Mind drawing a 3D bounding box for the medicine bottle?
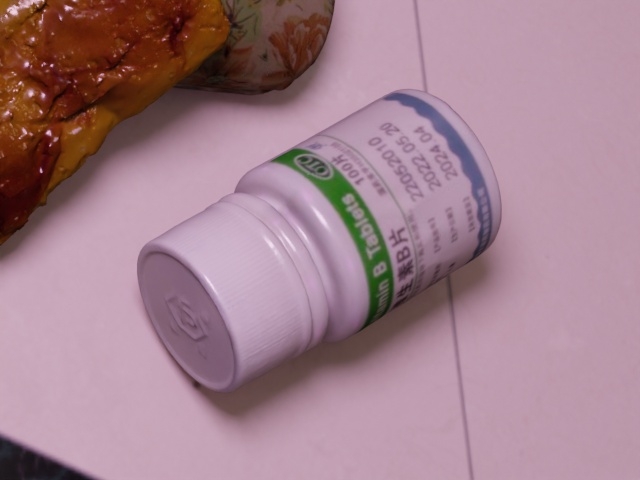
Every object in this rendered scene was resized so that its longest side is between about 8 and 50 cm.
[{"bbox_3d":[0.000,0.000,1.340,0.237,0.139,0.139,-30,87,-30],"label":"medicine bottle"}]

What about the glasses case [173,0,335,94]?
[{"bbox_3d":[-0.191,-0.195,1.337,0.425,0.098,0.156,5,83,-22],"label":"glasses case"}]

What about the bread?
[{"bbox_3d":[-0.184,-0.098,1.264,0.271,0.077,0.139,-40,121,-7],"label":"bread"}]
